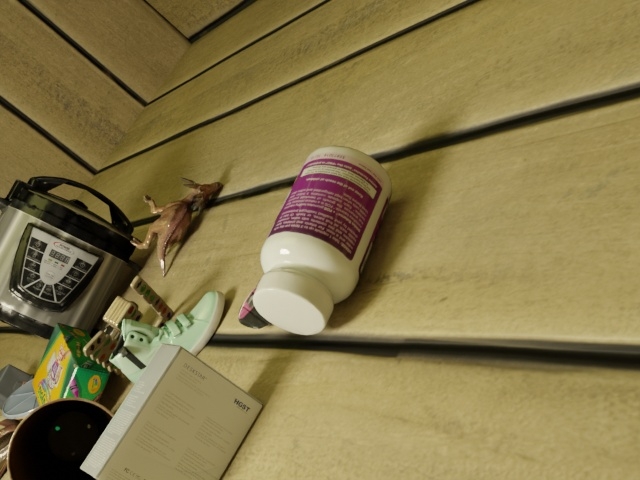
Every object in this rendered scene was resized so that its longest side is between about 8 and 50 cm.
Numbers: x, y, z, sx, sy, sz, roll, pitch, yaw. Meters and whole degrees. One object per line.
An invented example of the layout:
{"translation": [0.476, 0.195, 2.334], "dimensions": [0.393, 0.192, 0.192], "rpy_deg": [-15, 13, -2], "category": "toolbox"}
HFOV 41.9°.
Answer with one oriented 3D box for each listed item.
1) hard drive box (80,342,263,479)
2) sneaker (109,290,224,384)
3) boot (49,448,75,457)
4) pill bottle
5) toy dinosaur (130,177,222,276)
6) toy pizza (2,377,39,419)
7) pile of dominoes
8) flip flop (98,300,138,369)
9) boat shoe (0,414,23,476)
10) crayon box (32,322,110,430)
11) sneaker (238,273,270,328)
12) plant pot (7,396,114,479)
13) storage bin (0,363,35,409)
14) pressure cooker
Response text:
{"translation": [-0.230, 0.308, 1.322], "dimensions": [0.089, 0.181, 0.232], "rpy_deg": [-6, 48, 60], "category": "hard drive box"}
{"translation": [-0.314, 0.178, 1.697], "dimensions": [0.256, 0.151, 0.094], "rpy_deg": [-53, 22, -11], "category": "sneaker"}
{"translation": [-0.616, 0.547, 1.748], "dimensions": [0.207, 0.090, 0.248], "rpy_deg": [-37, 30, 22], "category": "boot"}
{"translation": [0.000, 0.000, 1.392], "dimensions": [0.169, 0.169, 0.301], "rpy_deg": [-22, 35, 47], "category": "pill bottle"}
{"translation": [-0.380, -0.057, 2.214], "dimensions": [0.200, 0.127, 0.295], "rpy_deg": [-23, 40, 33], "category": "toy dinosaur"}
{"translation": [-0.728, 0.404, 2.171], "dimensions": [0.201, 0.032, 0.201], "rpy_deg": [-19, 21, 8], "category": "toy pizza"}
{"translation": [-0.398, 0.200, 1.805], "dimensions": [0.040, 0.251, 0.196], "rpy_deg": [25, 73, 19], "category": "pile of dominoes"}
{"translation": [-0.492, 0.273, 1.974], "dimensions": [0.112, 0.080, 0.277], "rpy_deg": [12, 80, 64], "category": "flip flop"}
{"translation": [-0.870, 0.592, 2.099], "dimensions": [0.342, 0.123, 0.123], "rpy_deg": [-47, 22, -10], "category": "boat shoe"}
{"translation": [-0.576, 0.317, 1.916], "dimensions": [0.278, 0.081, 0.165], "rpy_deg": [30, 98, 60], "category": "crayon box"}
{"translation": [-0.089, 0.093, 1.558], "dimensions": [0.178, 0.072, 0.077], "rpy_deg": [-50, 10, -20], "category": "sneaker"}
{"translation": [-0.488, 0.402, 1.642], "dimensions": [0.215, 0.215, 0.230], "rpy_deg": [-54, 9, -11], "category": "plant pot"}
{"translation": [-0.897, 0.427, 2.420], "dimensions": [0.098, 0.091, 0.135], "rpy_deg": [-32, 30, 34], "category": "storage bin"}
{"translation": [-0.730, 0.040, 2.293], "dimensions": [0.376, 0.370, 0.420], "rpy_deg": [22, 81, 24], "category": "pressure cooker"}
